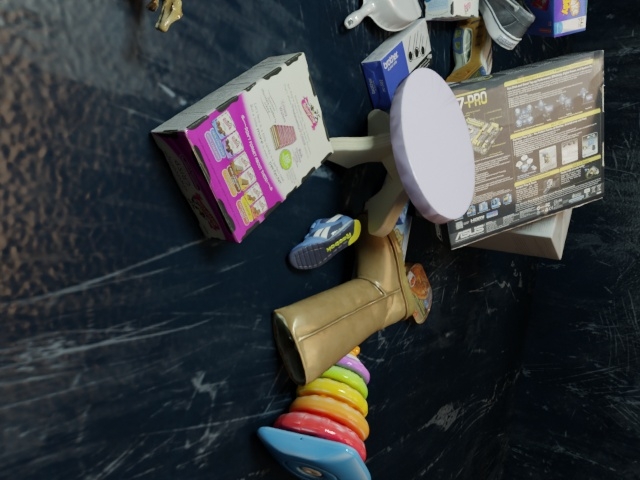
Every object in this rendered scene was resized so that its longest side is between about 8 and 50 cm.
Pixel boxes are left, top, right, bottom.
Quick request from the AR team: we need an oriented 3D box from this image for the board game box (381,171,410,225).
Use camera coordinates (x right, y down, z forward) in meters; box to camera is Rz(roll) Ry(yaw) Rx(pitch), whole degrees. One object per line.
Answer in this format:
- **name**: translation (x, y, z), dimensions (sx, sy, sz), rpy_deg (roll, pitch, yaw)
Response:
- **board game box**: translation (0.161, -0.095, 0.997), dimensions (0.090, 0.020, 0.090), rpy_deg (55, 41, -34)

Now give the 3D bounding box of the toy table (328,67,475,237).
- **toy table**: translation (0.143, -0.141, 0.802), dimensions (0.252, 0.161, 0.274), rpy_deg (28, 58, -28)

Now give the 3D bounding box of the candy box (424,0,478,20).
- **candy box**: translation (0.295, -0.600, 1.044), dimensions (0.165, 0.070, 0.196), rpy_deg (-30, 121, -48)

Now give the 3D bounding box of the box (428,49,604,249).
- **box**: translation (0.401, -0.189, 0.972), dimensions (0.395, 0.097, 0.318), rpy_deg (-18, 112, -11)

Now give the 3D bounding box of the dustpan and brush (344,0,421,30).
- **dustpan and brush**: translation (0.103, -0.430, 0.838), dimensions (0.147, 0.060, 0.211), rpy_deg (57, 43, -26)

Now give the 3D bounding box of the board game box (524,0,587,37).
- **board game box**: translation (0.512, -0.639, 1.144), dimensions (0.347, 0.078, 0.233), rpy_deg (-107, -176, -61)

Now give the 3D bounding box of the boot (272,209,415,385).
- **boot**: translation (0.035, 0.087, 0.818), dimensions (0.270, 0.089, 0.236), rpy_deg (-21, 89, -34)

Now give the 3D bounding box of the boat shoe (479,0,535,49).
- **boat shoe**: translation (0.438, -0.587, 1.119), dimensions (0.108, 0.102, 0.301), rpy_deg (18, 50, -20)

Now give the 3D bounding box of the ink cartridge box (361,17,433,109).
- **ink cartridge box**: translation (0.159, -0.356, 0.936), dimensions (0.207, 0.046, 0.097), rpy_deg (-51, 134, -34)

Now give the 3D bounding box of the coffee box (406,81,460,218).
- **coffee box**: translation (0.287, -0.210, 1.082), dimensions (0.168, 0.119, 0.296), rpy_deg (-23, 116, -49)

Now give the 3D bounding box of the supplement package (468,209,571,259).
- **supplement package**: translation (0.490, -0.077, 1.244), dimensions (0.178, 0.293, 0.175), rpy_deg (33, 71, -52)

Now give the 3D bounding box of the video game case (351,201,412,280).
- **video game case**: translation (0.134, 0.035, 1.013), dimensions (0.193, 0.023, 0.212), rpy_deg (11, 89, -55)

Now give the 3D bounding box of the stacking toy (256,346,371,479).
- **stacking toy**: translation (0.027, 0.264, 0.839), dimensions (0.165, 0.175, 0.301), rpy_deg (70, 31, -43)

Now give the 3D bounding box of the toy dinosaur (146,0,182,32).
- **toy dinosaur**: translation (-0.165, -0.301, 0.460), dimensions (0.053, 0.093, 0.183), rpy_deg (-26, 118, -49)

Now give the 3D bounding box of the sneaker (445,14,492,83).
- **sneaker**: translation (0.387, -0.407, 1.183), dimensions (0.131, 0.112, 0.296), rpy_deg (19, 83, -55)

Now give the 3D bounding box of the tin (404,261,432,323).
- **tin**: translation (0.231, 0.132, 1.160), dimensions (0.106, 0.040, 0.189), rpy_deg (-63, 141, -29)

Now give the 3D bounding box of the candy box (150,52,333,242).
- **candy box**: translation (-0.088, -0.130, 0.626), dimensions (0.233, 0.071, 0.159), rpy_deg (-48, 133, -36)

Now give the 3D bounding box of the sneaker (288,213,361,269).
- **sneaker**: translation (0.000, 0.000, 0.801), dimensions (0.144, 0.059, 0.053), rpy_deg (-29, 135, -25)

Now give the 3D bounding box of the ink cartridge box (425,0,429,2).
- **ink cartridge box**: translation (0.167, -0.559, 0.837), dimensions (0.231, 0.078, 0.134), rpy_deg (11, 66, -55)
